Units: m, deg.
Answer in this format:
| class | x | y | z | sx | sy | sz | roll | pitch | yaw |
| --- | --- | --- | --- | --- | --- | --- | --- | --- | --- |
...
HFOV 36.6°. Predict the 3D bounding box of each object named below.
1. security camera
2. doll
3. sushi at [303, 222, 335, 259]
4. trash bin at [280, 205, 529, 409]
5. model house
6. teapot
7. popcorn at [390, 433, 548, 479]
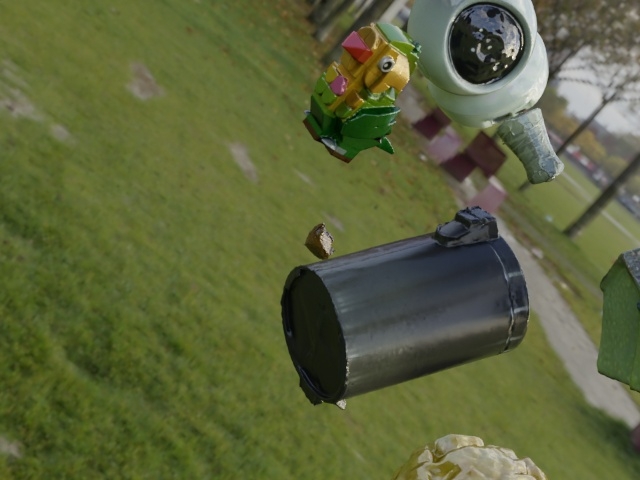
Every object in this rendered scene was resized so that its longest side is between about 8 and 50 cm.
| class | x | y | z | sx | sy | sz | roll | pitch | yaw |
| --- | --- | --- | --- | --- | --- | --- | --- | --- | --- |
| security camera | 0.227 | -0.301 | 1.430 | 0.194 | 0.194 | 0.236 | 51 | -1 | 36 |
| doll | 0.057 | -0.184 | 1.207 | 0.134 | 0.186 | 0.106 | -6 | 48 | -27 |
| sushi | 0.000 | 0.000 | 1.746 | 0.050 | 0.047 | 0.099 | 25 | -20 | 14 |
| trash bin | 0.117 | 0.097 | 1.382 | 0.301 | 0.252 | 0.203 | -13 | 31 | -23 |
| model house | 0.499 | 0.101 | 1.300 | 0.195 | 0.189 | 0.214 | -12 | 13 | -19 |
| teapot | 0.243 | -0.104 | 1.107 | 0.083 | 0.057 | 0.067 | 64 | 8 | 8 |
| popcorn | 0.227 | 0.508 | 1.587 | 0.390 | 0.344 | 0.354 | 10 | 42 | -36 |
